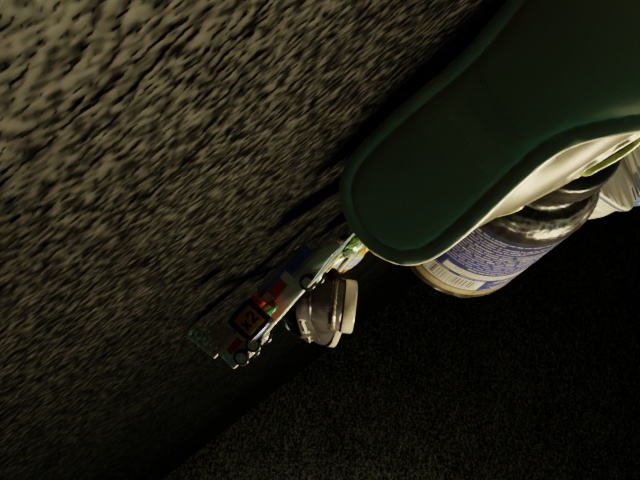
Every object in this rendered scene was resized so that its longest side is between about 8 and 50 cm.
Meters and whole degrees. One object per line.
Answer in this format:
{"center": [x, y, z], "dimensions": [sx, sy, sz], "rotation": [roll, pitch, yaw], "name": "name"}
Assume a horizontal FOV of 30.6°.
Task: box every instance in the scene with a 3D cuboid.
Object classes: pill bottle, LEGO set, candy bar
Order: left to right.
{"center": [0.000, 0.000, 0.839], "dimensions": [0.244, 0.060, 0.182], "rotation": [-45, 174, -33], "name": "LEGO set"}
{"center": [0.023, 0.015, 1.093], "dimensions": [0.040, 0.018, 0.161], "rotation": [-39, 174, 3], "name": "candy bar"}
{"center": [0.147, -0.041, 0.931], "dimensions": [0.123, 0.123, 0.219], "rotation": [-36, 173, -24], "name": "pill bottle"}

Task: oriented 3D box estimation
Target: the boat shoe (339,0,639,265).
{"center": [0.139, -0.092, 0.645], "dimensions": [0.305, 0.109, 0.091], "rotation": [-36, 176, 35], "name": "boat shoe"}

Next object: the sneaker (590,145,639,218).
{"center": [0.288, -0.064, 1.428], "dimensions": [0.182, 0.127, 0.315], "rotation": [-22, 168, 26], "name": "sneaker"}

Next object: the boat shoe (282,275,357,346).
{"center": [-0.006, 0.069, 1.213], "dimensions": [0.065, 0.075, 0.206], "rotation": [6, 172, -6], "name": "boat shoe"}
